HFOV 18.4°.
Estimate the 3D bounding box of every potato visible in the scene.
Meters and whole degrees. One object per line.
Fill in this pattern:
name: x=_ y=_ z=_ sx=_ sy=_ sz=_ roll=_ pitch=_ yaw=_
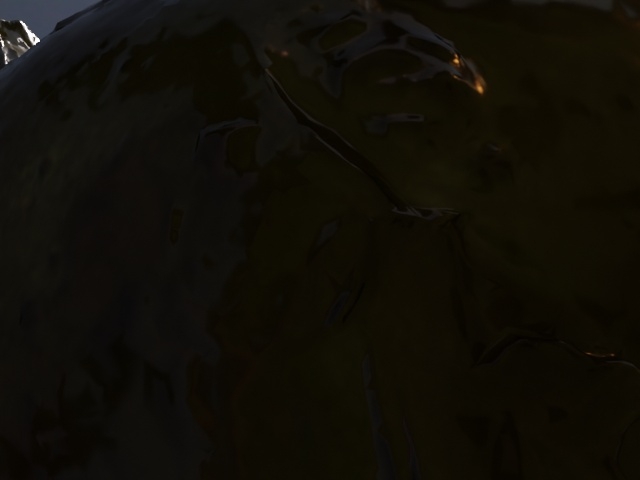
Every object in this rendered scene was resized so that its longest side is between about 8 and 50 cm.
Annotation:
potato: x=0.000 y=0.000 z=0.542 sx=0.246 sy=0.300 sz=0.196 roll=7 pitch=-85 yaw=-60

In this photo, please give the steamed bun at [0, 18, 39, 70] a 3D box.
steamed bun: x=-0.177 y=-0.056 z=0.902 sx=0.212 sy=0.231 sz=0.110 roll=16 pitch=-85 yaw=-65
